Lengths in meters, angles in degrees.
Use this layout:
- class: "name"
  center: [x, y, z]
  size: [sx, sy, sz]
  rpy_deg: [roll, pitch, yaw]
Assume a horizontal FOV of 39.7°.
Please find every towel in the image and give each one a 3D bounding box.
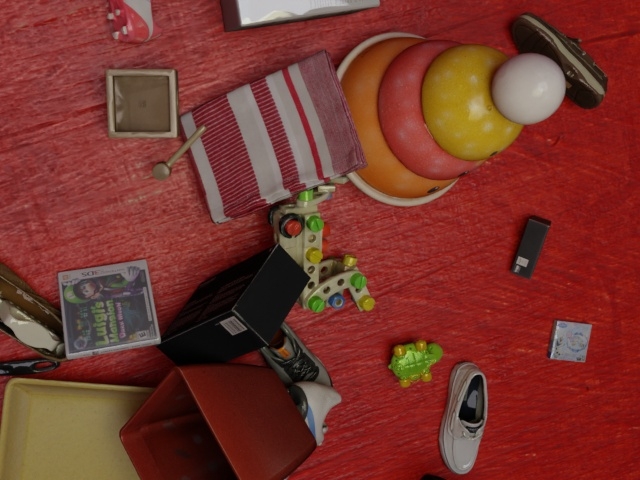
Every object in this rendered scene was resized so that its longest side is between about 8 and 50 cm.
- class: "towel"
  center: [-0.097, -0.191, 1.678]
  size: [0.329, 0.037, 0.237]
  rpy_deg: [-21, 83, 14]

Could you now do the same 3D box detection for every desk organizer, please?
- class: "desk organizer"
  center: [0.463, 0.014, 1.944]
  size: [0.047, 0.050, 0.130]
  rpy_deg: [21, 112, 16]

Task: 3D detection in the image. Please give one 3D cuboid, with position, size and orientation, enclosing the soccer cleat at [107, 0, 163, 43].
- class: "soccer cleat"
  center: [-0.364, -0.491, 1.650]
  size: [0.095, 0.083, 0.248]
  rpy_deg: [-19, 99, -41]

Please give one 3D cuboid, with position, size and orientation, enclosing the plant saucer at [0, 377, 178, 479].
- class: "plant saucer"
  center: [-0.465, 0.432, 1.760]
  size: [0.333, 0.081, 0.332]
  rpy_deg: [7, 98, -15]

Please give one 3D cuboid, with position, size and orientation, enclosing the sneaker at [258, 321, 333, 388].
- class: "sneaker"
  center: [-0.066, 0.243, 1.817]
  size: [0.100, 0.108, 0.271]
  rpy_deg: [-41, 109, -7]

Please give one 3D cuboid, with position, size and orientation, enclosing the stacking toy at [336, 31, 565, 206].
- class: "stacking toy"
  center: [0.253, -0.242, 1.608]
  size: [0.351, 0.480, 0.350]
  rpy_deg: [0, 91, -26]

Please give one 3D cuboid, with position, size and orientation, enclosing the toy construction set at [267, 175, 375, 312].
- class: "toy construction set"
  center: [0.000, 0.000, 1.764]
  size: [0.215, 0.151, 0.327]
  rpy_deg: [-10, 101, -25]

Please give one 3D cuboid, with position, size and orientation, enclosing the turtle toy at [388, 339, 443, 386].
- class: "turtle toy"
  center: [0.206, 0.256, 1.909]
  size: [0.130, 0.066, 0.095]
  rpy_deg: [-12, 101, -13]

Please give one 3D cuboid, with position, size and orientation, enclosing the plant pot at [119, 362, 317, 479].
- class: "plant pot"
  center: [-0.171, 0.377, 1.643]
  size: [0.236, 0.267, 0.267]
  rpy_deg: [-13, 63, -46]

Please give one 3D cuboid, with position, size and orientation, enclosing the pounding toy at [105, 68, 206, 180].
- class: "pounding toy"
  center: [-0.306, -0.220, 1.682]
  size: [0.181, 0.094, 0.206]
  rpy_deg: [-1, 99, -6]

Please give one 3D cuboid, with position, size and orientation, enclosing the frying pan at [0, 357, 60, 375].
- class: "frying pan"
  center: [-0.690, 0.229, 1.685]
  size: [0.326, 0.053, 0.197]
  rpy_deg: [-28, 109, -16]

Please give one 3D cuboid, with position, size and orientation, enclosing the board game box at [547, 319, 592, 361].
- class: "board game box"
  center: [0.568, 0.229, 2.021]
  size: [0.090, 0.020, 0.090]
  rpy_deg: [8, 97, -15]

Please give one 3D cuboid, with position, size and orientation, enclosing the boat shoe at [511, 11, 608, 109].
- class: "boat shoe"
  center: [0.512, -0.396, 1.884]
  size: [0.257, 0.095, 0.095]
  rpy_deg: [44, 63, -15]

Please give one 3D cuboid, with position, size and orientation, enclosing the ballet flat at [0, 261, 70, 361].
- class: "ballet flat"
  center: [-0.592, 0.125, 1.655]
  size: [0.342, 0.124, 0.116]
  rpy_deg: [40, 89, -16]

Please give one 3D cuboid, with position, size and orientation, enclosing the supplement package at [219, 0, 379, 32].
- class: "supplement package"
  center: [-0.055, -0.510, 1.653]
  size: [0.263, 0.198, 0.199]
  rpy_deg: [-12, 102, -13]

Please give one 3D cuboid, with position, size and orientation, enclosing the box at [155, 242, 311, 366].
- class: "box"
  center: [-0.166, 0.134, 1.666]
  size: [0.103, 0.261, 0.184]
  rpy_deg: [45, 48, -18]

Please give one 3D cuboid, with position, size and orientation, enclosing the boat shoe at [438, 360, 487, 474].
- class: "boat shoe"
  center: [0.319, 0.400, 1.951]
  size: [0.095, 0.084, 0.258]
  rpy_deg: [-3, 99, -14]

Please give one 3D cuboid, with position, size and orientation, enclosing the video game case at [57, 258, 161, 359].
- class: "video game case"
  center: [-0.405, 0.128, 1.690]
  size: [0.173, 0.190, 0.022]
  rpy_deg: [-9, 145, -13]

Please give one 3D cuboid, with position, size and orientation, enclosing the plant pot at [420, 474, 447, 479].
- class: "plant pot"
  center: [0.262, 0.622, 1.929]
  size: [0.188, 0.167, 0.187]
  rpy_deg: [43, 87, -16]

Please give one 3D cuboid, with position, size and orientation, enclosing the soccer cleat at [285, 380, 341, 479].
- class: "soccer cleat"
  center: [-0.061, 0.429, 1.823]
  size: [0.143, 0.116, 0.331]
  rpy_deg: [4, 123, -40]
